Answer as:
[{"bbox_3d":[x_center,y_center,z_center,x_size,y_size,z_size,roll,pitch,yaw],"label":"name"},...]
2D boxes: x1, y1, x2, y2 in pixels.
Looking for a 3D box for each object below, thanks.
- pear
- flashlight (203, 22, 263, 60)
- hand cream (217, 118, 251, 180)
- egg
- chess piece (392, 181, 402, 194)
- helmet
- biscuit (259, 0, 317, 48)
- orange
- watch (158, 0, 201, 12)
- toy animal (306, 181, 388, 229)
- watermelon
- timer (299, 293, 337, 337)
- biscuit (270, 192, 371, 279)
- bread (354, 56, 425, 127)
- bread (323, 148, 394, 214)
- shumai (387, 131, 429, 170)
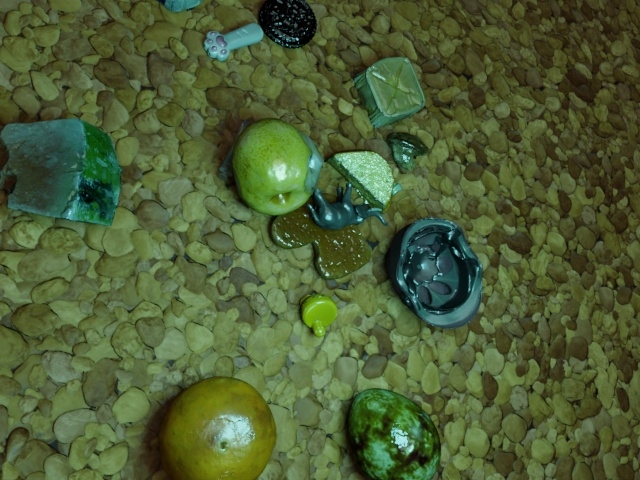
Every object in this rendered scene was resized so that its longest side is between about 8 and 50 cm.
[{"bbox_3d":[-0.133,-0.210,1.450,0.271,0.271,0.271,5,76,-21],"label":"pear"},{"bbox_3d":[-0.264,-0.621,1.600,0.200,0.047,0.093,-30,90,-24],"label":"flashlight"},{"bbox_3d":[-0.245,-0.267,1.535,0.067,0.043,0.209,32,63,-14],"label":"hand cream"},{"bbox_3d":[0.197,0.541,1.423,0.238,0.238,0.289,-25,79,-25],"label":"egg"},{"bbox_3d":[0.202,-0.212,1.694,0.059,0.059,0.149,-38,90,-25],"label":"chess piece"},{"bbox_3d":[0.333,0.097,1.600,0.271,0.197,0.338,-27,96,-16],"label":"helmet"},{"bbox_3d":[-0.104,-0.714,1.682,0.194,0.053,0.194,5,77,-21],"label":"biscuit"},{"bbox_3d":[-0.251,0.478,1.264,0.284,0.226,0.284,4,76,-14],"label":"orange"},{"bbox_3d":[-0.440,-0.848,1.577,0.274,0.068,0.276,46,66,-2],"label":"watch"},{"bbox_3d":[0.080,-0.102,1.554,0.269,0.082,0.137,-4,79,-29],"label":"toy animal"},{"bbox_3d":[-0.649,-0.165,1.283,0.302,0.151,0.264,1,78,-22],"label":"watermelon"},{"bbox_3d":[-0.003,0.211,1.485,0.107,0.109,0.107,-7,122,-12],"label":"timer"},{"bbox_3d":[-0.001,0.000,1.561,0.262,0.052,0.277,-33,90,-28],"label":"biscuit"},{"bbox_3d":[0.230,-0.499,1.740,0.192,0.110,0.210,-24,88,-19],"label":"bread"},{"bbox_3d":[0.147,-0.213,1.616,0.260,0.129,0.134,41,83,-5],"label":"bread"},{"bbox_3d":[0.282,-0.313,1.742,0.139,0.105,0.123,35,24,-21],"label":"shumai"}]
